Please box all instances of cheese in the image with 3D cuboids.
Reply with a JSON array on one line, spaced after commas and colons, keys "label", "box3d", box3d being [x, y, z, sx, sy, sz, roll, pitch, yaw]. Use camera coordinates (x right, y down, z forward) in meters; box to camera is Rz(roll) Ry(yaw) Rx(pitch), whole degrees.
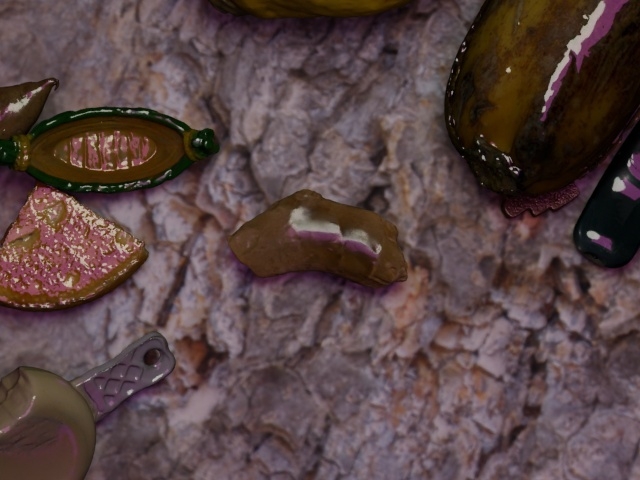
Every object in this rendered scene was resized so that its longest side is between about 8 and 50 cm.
[{"label": "cheese", "box3d": [-0.269, 0.180, 1.427, 0.286, 0.082, 0.163, -37, 126, -16]}]

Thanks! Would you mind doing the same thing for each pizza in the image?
[{"label": "pizza", "box3d": [-0.263, 0.005, 1.480, 0.175, 0.046, 0.134, -5, 86, -5]}]

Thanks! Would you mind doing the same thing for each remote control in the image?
[{"label": "remote control", "box3d": [0.344, -0.073, 1.538, 0.072, 0.042, 0.222, 31, 83, 1]}]

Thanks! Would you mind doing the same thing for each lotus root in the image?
[{"label": "lotus root", "box3d": [0.269, -0.226, 1.476, 0.196, 0.179, 0.397, 33, 85, 12]}]

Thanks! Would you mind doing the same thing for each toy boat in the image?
[{"label": "toy boat", "box3d": [-0.219, -0.091, 1.463, 0.230, 0.088, 0.088, -4, 91, -12]}]

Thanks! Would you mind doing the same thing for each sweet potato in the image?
[{"label": "sweet potato", "box3d": [-0.376, -0.088, 1.468, 0.269, 0.075, 0.074, -35, 88, -2]}]

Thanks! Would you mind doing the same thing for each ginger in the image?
[{"label": "ginger", "box3d": [0.000, 0.002, 1.490, 0.190, 0.069, 0.095, 11, 79, -2]}]

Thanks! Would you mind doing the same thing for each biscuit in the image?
[{"label": "biscuit", "box3d": [0.230, -0.060, 1.541, 0.092, 0.016, 0.082, 8, 79, -5]}]

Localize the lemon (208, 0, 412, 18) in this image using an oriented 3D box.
[{"label": "lemon", "box3d": [0.009, -0.383, 1.398, 0.350, 0.350, 0.387, 43, 102, 0]}]
